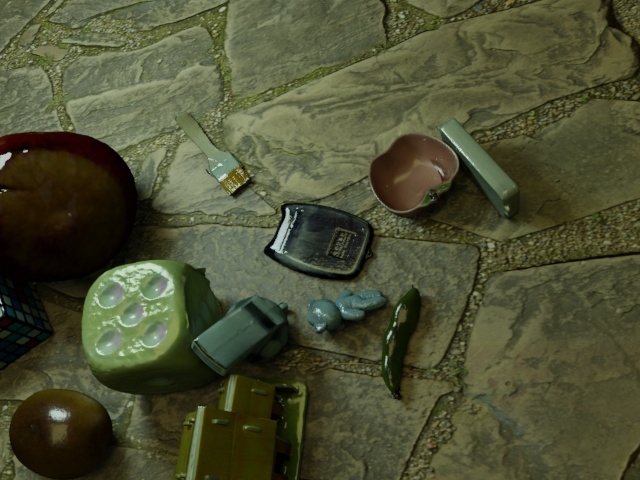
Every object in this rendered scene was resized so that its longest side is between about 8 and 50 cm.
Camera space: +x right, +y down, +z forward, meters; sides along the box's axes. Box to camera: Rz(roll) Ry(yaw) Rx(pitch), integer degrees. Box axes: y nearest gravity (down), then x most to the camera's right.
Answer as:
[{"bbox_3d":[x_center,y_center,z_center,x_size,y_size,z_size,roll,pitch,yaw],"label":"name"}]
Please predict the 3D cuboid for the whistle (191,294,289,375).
[{"bbox_3d":[-0.165,0.214,1.539,0.164,0.163,0.290,27,40,26],"label":"whistle"}]

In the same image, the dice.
[{"bbox_3d":[-0.365,0.201,1.580,0.255,0.252,0.249,-12,65,11],"label":"dice"}]

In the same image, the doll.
[{"bbox_3d":[0.057,0.162,1.572,0.180,0.075,0.120,-9,24,-7],"label":"doll"}]

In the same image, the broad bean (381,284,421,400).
[{"bbox_3d":[0.170,0.215,1.516,0.065,0.046,0.254,10,72,14],"label":"broad bean"}]

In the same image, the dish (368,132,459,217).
[{"bbox_3d":[0.222,-0.139,1.631,0.213,0.090,0.213,-8,63,16],"label":"dish"}]

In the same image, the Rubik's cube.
[{"bbox_3d":[-0.830,0.192,1.770,0.184,0.182,0.187,-35,61,2],"label":"Rubik's cube"}]

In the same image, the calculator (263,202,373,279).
[{"bbox_3d":[0.000,0.000,1.673,0.268,0.040,0.177,15,75,18],"label":"calculator"}]

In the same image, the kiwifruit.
[{"bbox_3d":[-0.595,0.434,1.587,0.234,0.196,0.196,14,72,29],"label":"kiwifruit"}]

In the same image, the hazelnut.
[{"bbox_3d":[-0.669,-0.075,1.731,0.429,0.402,0.402,-19,58,-27],"label":"hazelnut"}]

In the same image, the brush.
[{"bbox_3d":[-0.300,-0.245,1.884,0.085,0.020,0.336,-39,61,-1],"label":"brush"}]

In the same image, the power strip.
[{"bbox_3d":[0.358,-0.165,1.581,0.046,0.118,0.270,-36,62,1],"label":"power strip"}]

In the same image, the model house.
[{"bbox_3d":[-0.117,0.395,1.372,0.340,0.323,0.300,-1,68,18],"label":"model house"}]
